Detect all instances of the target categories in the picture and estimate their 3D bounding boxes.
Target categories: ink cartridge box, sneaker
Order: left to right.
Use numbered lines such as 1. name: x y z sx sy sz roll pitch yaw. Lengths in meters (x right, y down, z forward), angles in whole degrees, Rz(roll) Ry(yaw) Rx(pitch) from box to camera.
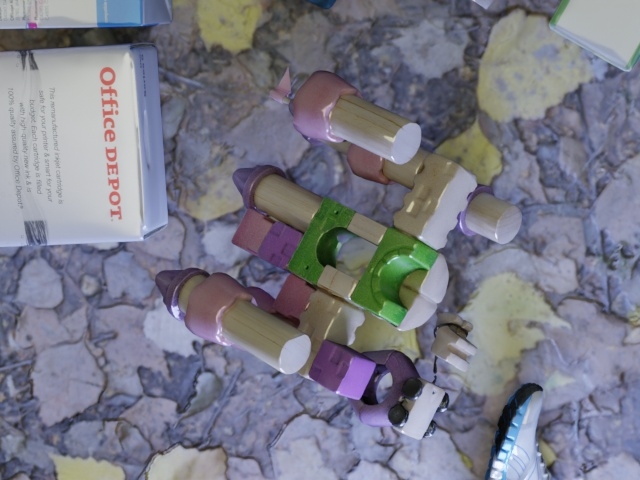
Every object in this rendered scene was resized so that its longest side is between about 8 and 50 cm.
1. ink cartridge box: -0.303 -0.097 1.961 0.273 0.115 0.198 -2 97 9
2. ink cartridge box: -0.276 -0.254 1.928 0.231 0.134 0.078 0 98 8
3. sneaker: 0.211 0.237 1.952 0.083 0.071 0.190 14 107 1
4. ink cartridge box: 0.295 -0.248 1.801 0.093 0.212 0.154 30 101 8

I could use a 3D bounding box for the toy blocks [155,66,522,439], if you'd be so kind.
1. toy blocks: 0.000 0.000 1.902 0.260 0.309 0.288 27 89 38

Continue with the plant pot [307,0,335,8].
1. plant pot: -0.031 -0.335 1.829 0.166 0.234 0.165 36 101 4

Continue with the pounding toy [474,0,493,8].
1. pounding toy: 0.144 -0.318 1.789 0.154 0.269 0.155 37 101 12
